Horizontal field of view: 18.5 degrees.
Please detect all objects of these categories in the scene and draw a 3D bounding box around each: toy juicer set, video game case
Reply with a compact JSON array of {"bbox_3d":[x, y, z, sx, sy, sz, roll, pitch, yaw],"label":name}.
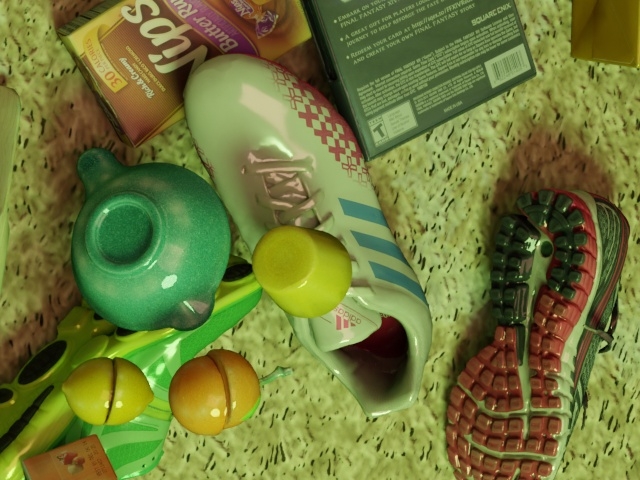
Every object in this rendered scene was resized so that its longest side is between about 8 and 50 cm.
[{"bbox_3d":[-0.153,0.035,1.526,0.329,0.089,0.209,25,87,22],"label":"toy juicer set"},{"bbox_3d":[0.065,-0.228,1.623,0.196,0.026,0.274,-28,106,-29],"label":"video game case"}]

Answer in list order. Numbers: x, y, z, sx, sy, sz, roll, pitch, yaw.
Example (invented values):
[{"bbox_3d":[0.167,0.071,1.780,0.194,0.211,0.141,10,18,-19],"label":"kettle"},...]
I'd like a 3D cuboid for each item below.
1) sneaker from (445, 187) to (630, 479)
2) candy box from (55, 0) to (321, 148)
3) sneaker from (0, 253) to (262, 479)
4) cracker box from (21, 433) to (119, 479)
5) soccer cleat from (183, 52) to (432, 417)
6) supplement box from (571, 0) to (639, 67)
[{"bbox_3d":[0.202,0.104,1.708,0.112,0.121,0.299,2,108,-50],"label":"sneaker"},{"bbox_3d":[-0.105,-0.169,1.587,0.187,0.053,0.109,-34,109,-9],"label":"candy box"},{"bbox_3d":[-0.164,0.118,1.601,0.295,0.109,0.123,-41,131,-10],"label":"sneaker"},{"bbox_3d":[-0.164,0.286,1.535,0.067,0.156,0.232,-19,137,-15],"label":"cracker box"},{"bbox_3d":[0.000,0.000,1.567,0.116,0.143,0.331,-24,120,17],"label":"soccer cleat"},{"bbox_3d":[0.331,-0.246,1.682,0.194,0.129,0.191,-2,99,-18],"label":"supplement box"}]
